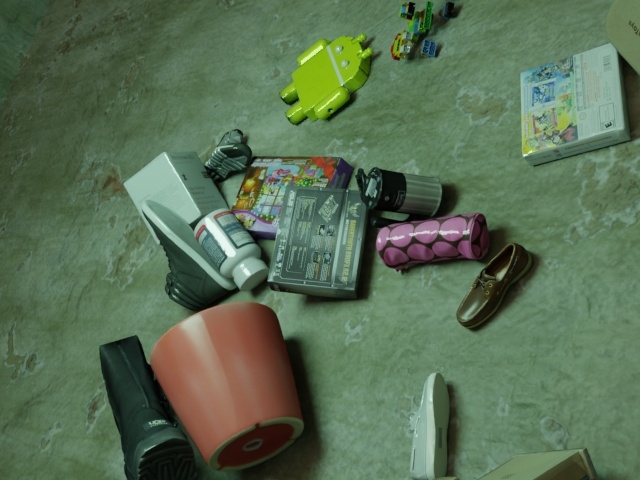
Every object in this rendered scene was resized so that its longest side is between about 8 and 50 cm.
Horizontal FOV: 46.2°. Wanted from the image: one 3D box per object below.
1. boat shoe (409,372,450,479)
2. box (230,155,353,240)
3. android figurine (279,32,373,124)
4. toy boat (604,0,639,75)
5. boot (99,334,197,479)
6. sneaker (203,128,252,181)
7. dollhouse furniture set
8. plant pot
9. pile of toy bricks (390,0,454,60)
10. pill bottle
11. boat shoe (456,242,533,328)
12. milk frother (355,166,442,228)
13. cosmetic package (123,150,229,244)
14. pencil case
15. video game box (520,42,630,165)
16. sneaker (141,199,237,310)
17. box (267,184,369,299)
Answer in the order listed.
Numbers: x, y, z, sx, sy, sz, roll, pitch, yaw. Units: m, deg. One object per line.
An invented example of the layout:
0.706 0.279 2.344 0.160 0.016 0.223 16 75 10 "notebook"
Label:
0.181 0.318 1.282 0.063 0.066 0.184 -11 67 34 "boat shoe"
-0.080 -0.099 1.761 0.293 0.057 0.200 6 69 42 "box"
0.017 -0.410 1.878 0.273 0.056 0.248 -34 47 22 "android figurine"
0.615 -0.363 1.294 0.151 0.151 0.231 -16 58 -16 "toy boat"
-0.374 0.452 1.579 0.445 0.146 0.367 33 121 57 "boot"
-0.227 -0.242 1.930 0.229 0.086 0.132 -17 43 56 "sneaker"
0.289 0.487 1.079 0.286 0.198 0.303 -29 78 52 "dollhouse furniture set"
-0.167 0.294 1.459 0.275 0.275 0.243 -38 57 16 "plant pot"
0.228 -0.511 1.744 0.105 0.118 0.212 -177 99 -71 "pile of toy bricks"
-0.200 0.024 1.720 0.108 0.108 0.180 -42 69 12 "pill bottle"
0.298 0.076 1.329 0.178 0.060 0.064 -50 44 4 "boat shoe"
0.150 -0.102 1.516 0.143 0.135 0.129 -102 28 -42 "milk frother"
-0.360 -0.109 1.884 0.151 0.151 0.183 -32 85 21 "cosmetic package"
0.216 0.006 1.425 0.209 0.098 0.095 -7 15 38 "pencil case"
0.470 -0.253 1.400 0.187 0.048 0.205 -12 57 32 "video game box"
-0.344 0.046 1.770 0.147 0.296 0.104 -44 2 19 "sneaker"
0.000 0.000 1.572 0.183 0.056 0.231 5 66 9 "box"
